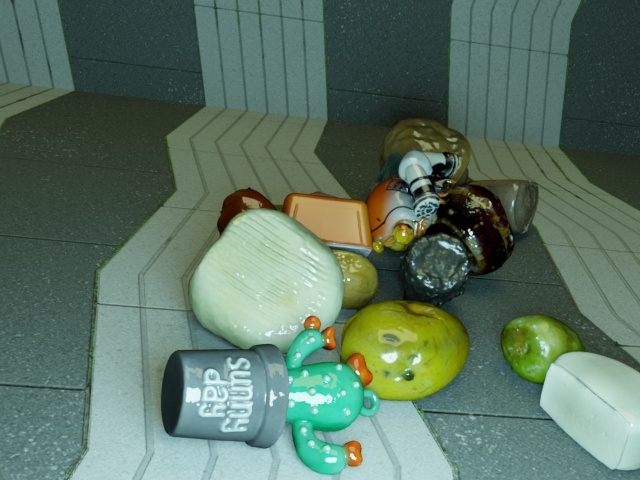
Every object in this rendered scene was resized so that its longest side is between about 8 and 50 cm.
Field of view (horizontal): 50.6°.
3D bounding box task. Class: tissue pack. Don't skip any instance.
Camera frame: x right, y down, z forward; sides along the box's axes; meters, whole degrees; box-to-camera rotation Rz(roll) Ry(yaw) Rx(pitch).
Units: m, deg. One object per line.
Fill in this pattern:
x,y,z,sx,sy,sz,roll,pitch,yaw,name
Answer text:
0.263,-0.145,2.198,0.103,0.228,0.316,22,14,-20,tissue pack

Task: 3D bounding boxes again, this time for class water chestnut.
0.450,-0.037,2.008,0.300,0.300,0.300,7,23,-3,water chestnut

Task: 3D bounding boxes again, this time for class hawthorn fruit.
-0.197,-0.053,1.979,0.202,0.185,0.185,20,25,18,hawthorn fruit

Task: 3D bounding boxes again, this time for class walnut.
0.049,0.098,1.735,0.206,0.159,0.159,15,23,-5,walnut
0.378,-0.274,2.496,0.383,0.383,0.383,7,23,-3,walnut

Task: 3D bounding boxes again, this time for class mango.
0.192,0.231,1.478,0.253,0.182,0.365,19,14,30,mango

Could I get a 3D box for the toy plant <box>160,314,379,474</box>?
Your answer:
-0.074,0.289,1.227,0.400,0.185,0.279,7,34,-26,toy plant

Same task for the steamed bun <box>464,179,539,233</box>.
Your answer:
0.645,-0.119,2.418,0.251,0.199,0.301,3,7,34,steamed bun

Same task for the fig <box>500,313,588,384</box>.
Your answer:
0.522,0.264,1.555,0.233,0.167,0.167,40,11,-25,fig

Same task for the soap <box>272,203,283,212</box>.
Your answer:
-0.134,-0.096,2.265,0.140,0.045,0.089,-1,22,-18,soap

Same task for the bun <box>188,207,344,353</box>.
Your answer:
-0.126,0.104,1.573,0.361,0.213,0.361,1,67,-3,bun

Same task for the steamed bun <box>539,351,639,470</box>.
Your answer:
0.588,0.336,1.381,0.164,0.146,0.241,-8,28,-24,steamed bun

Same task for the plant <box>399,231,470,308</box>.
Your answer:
0.297,0.084,1.806,0.178,0.204,0.234,-14,-16,-10,plant

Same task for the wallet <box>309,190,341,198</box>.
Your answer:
-0.020,-0.130,2.410,0.119,0.025,0.232,18,24,22,wallet

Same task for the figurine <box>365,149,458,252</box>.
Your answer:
0.235,-0.099,1.880,0.196,0.323,0.320,35,43,1,figurine

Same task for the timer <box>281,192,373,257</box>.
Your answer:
0.000,0.000,1.871,0.257,0.250,0.161,6,59,-6,timer
